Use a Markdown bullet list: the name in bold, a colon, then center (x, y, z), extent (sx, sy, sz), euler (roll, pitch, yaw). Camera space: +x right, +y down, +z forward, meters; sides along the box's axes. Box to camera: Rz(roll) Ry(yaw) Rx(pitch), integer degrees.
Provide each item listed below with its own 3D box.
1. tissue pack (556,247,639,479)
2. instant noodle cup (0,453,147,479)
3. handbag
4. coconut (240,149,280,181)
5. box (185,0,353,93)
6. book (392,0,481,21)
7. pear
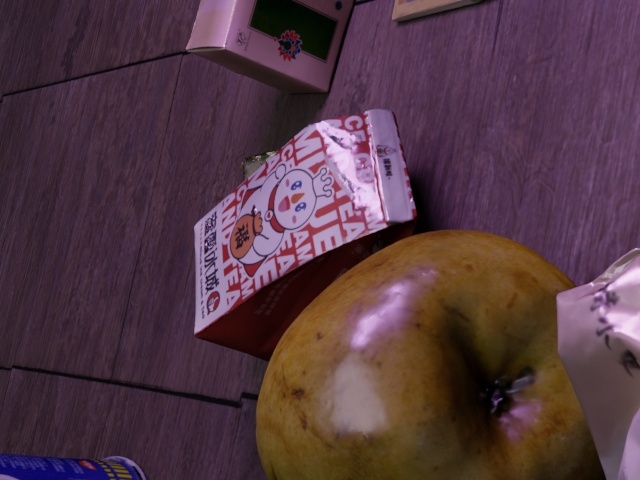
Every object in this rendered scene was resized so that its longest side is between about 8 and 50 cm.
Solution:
- **tissue pack**: center (0.318, 0.210, 0.742), extent (0.195, 0.390, 0.376), euler (121, 154, -78)
- **instant noodle cup**: center (-0.412, 0.380, 1.640), extent (0.284, 0.312, 0.284), euler (-27, 53, 44)
- **handbag**: center (0.000, 0.000, 1.409), extent (0.298, 0.151, 0.171), euler (-37, 43, 36)
- **coconut**: center (-0.045, -0.058, 1.571), extent (0.158, 0.055, 0.133), euler (27, 98, 56)
- **box**: center (-0.052, -0.306, 1.595), extent (0.095, 0.168, 0.212), euler (7, 81, 55)
- **book**: center (0.155, -0.351, 1.477), extent (0.168, 0.013, 0.192), euler (-4, 71, 53)
- **pear**: center (0.097, 0.151, 1.108), extent (0.304, 0.304, 0.304), euler (-26, 55, 45)
